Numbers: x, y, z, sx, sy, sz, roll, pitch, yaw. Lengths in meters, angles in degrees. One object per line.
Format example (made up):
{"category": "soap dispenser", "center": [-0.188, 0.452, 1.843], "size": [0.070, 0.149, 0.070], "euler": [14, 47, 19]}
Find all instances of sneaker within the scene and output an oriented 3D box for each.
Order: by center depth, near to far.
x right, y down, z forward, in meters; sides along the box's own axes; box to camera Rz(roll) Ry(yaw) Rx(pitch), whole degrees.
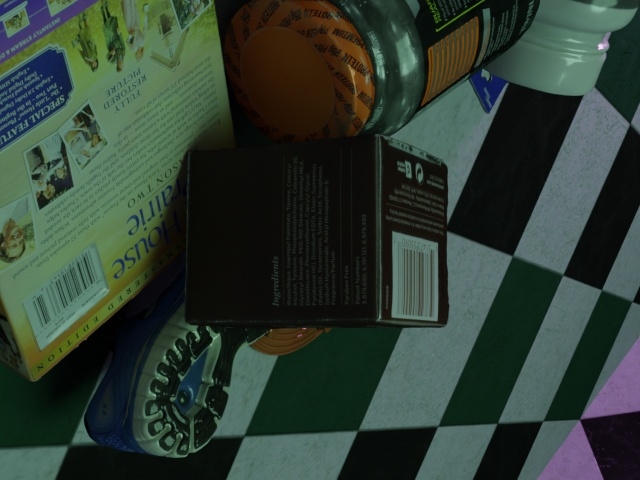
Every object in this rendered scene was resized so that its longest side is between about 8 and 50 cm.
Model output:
{"category": "sneaker", "center": [-0.146, 0.085, 1.146], "size": [0.130, 0.147, 0.330], "euler": [61, 37, -27]}

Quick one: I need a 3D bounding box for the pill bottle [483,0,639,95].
{"category": "pill bottle", "center": [0.299, -0.369, 1.290], "size": [0.204, 0.204, 0.361], "euler": [-21, 134, -52]}

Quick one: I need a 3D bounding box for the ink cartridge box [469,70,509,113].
{"category": "ink cartridge box", "center": [0.340, -0.374, 1.651], "size": [0.371, 0.069, 0.176], "euler": [-58, 151, -7]}

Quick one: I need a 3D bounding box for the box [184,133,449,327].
{"category": "box", "center": [0.000, 0.000, 1.048], "size": [0.168, 0.203, 0.167], "euler": [11, 78, -63]}

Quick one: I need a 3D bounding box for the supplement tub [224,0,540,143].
{"category": "supplement tub", "center": [0.069, -0.232, 1.150], "size": [0.338, 0.207, 0.207], "euler": [-37, 141, -40]}

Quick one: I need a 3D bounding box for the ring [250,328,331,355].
{"category": "ring", "center": [0.007, -0.002, 1.414], "size": [0.336, 0.032, 0.337], "euler": [-39, 143, -38]}

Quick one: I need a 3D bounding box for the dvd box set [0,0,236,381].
{"category": "dvd box set", "center": [-0.202, -0.121, 0.935], "size": [0.307, 0.062, 0.420], "euler": [-45, 145, -33]}
